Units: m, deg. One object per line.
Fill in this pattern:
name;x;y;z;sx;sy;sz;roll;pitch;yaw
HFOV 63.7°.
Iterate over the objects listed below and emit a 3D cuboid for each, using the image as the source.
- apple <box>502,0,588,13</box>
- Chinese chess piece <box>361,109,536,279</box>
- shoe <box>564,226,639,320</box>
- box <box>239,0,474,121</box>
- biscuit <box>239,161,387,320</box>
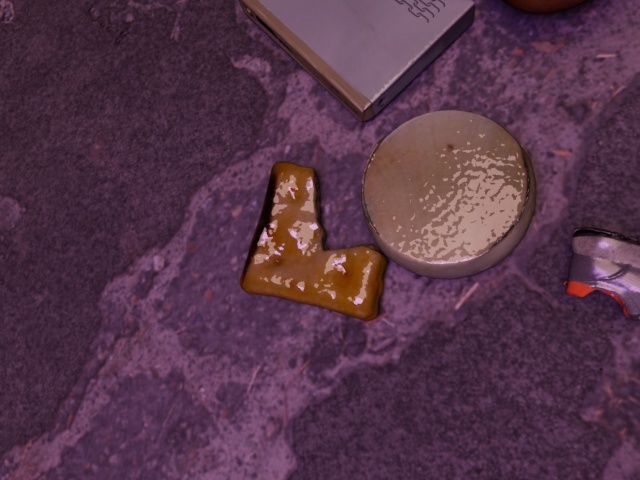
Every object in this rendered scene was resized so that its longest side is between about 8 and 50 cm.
apple;0.256;-0.345;0.549;0.174;0.188;0.188;-34;71;13
Chinese chess piece;0.139;-0.050;0.574;0.188;0.083;0.188;-4;76;18
shoe;0.339;0.049;0.504;0.194;0.074;0.077;22;96;21
box;0.042;-0.309;0.675;0.211;0.045;0.270;-45;70;2
biscuit;0.000;0.000;0.622;0.183;0.039;0.174;15;80;18
